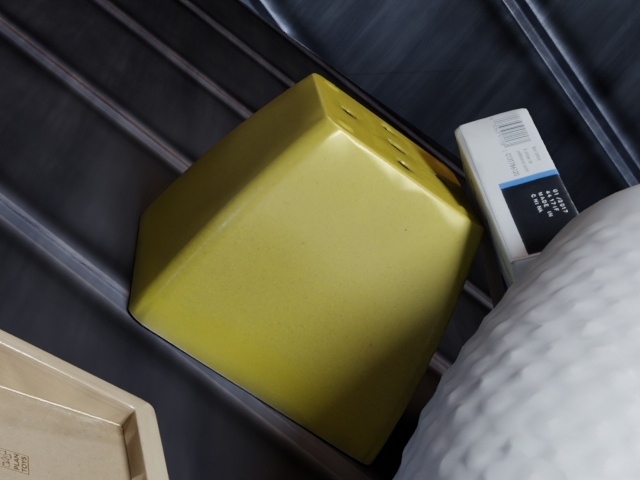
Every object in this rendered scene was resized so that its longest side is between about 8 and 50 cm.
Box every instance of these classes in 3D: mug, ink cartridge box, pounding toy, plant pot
[{"bbox_3d":[0.196,0.197,0.743,0.328,0.276,0.374,-42,113,-49],"label":"mug"},{"bbox_3d":[0.176,0.078,1.050,0.165,0.065,0.332,-105,180,-50],"label":"ink cartridge box"},{"bbox_3d":[-0.106,0.137,0.510,0.181,0.094,0.206,31,16,-26],"label":"pounding toy"},{"bbox_3d":[0.000,0.000,1.021,0.212,0.187,0.212,34,14,-16],"label":"plant pot"}]
